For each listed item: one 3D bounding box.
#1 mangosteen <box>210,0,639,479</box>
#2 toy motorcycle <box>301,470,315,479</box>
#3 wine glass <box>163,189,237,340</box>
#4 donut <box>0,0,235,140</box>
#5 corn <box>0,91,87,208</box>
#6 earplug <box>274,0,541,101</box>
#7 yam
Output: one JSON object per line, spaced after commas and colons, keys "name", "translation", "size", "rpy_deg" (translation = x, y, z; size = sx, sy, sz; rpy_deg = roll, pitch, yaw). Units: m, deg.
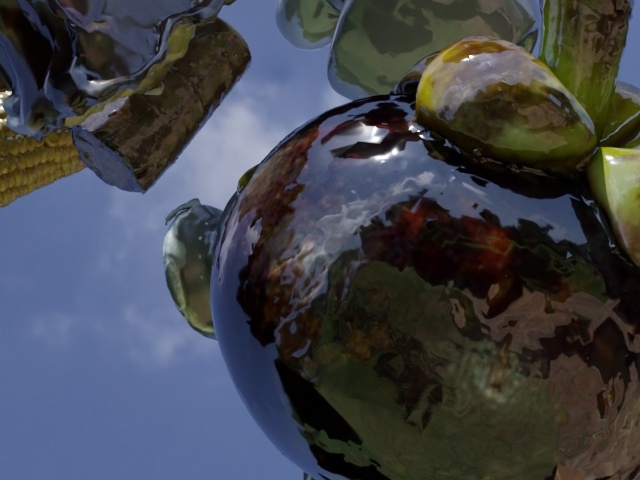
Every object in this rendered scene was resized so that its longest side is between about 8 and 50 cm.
{"name": "mangosteen", "translation": [0.064, 0.001, 0.611], "size": [0.192, 0.192, 0.217], "rpy_deg": [11, -72, -32]}
{"name": "toy motorcycle", "translation": [0.034, 0.239, 1.769], "size": [0.112, 0.112, 0.254], "rpy_deg": [17, -68, -35]}
{"name": "wine glass", "translation": [0.000, 0.000, 1.049], "size": [0.204, 0.111, 0.111], "rpy_deg": [-16, -37, 32]}
{"name": "donut", "translation": [-0.200, -0.091, 0.664], "size": [0.259, 0.345, 0.136], "rpy_deg": [39, -45, -10]}
{"name": "corn", "translation": [-0.240, -0.094, 1.368], "size": [0.293, 0.106, 0.106], "rpy_deg": [-29, -36, -42]}
{"name": "earplug", "translation": [0.061, -0.221, 1.342], "size": [0.175, 0.325, 0.214], "rpy_deg": [12, -61, -28]}
{"name": "yam", "translation": [-0.117, -0.102, 1.183], "size": [0.141, 0.079, 0.079], "rpy_deg": [-53, -39, -25]}
